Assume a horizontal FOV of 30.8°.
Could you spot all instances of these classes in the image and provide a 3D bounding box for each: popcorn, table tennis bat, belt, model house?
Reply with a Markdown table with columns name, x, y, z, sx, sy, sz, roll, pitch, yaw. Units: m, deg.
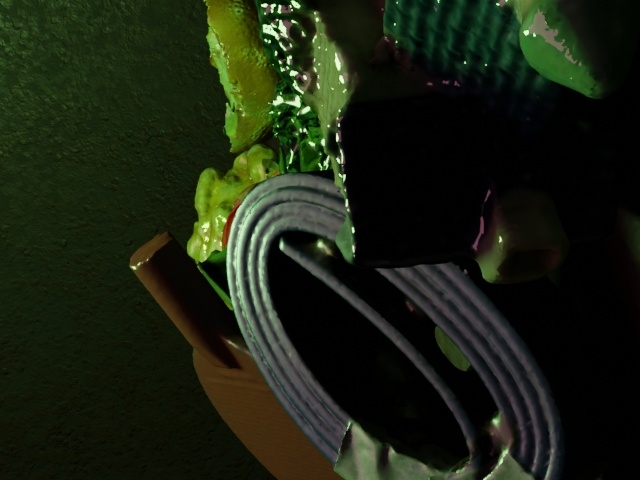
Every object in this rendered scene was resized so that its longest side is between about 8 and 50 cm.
| name | x | y | z | sx | sy | sz | roll | pitch | yaw |
| --- | --- | --- | --- | --- | --- | --- | --- | --- | --- |
| popcorn | -0.110 | -0.012 | 2.077 | 0.274 | 0.279 | 0.335 | 39 | -179 | 10 |
| table tennis bat | -0.046 | 0.163 | 1.149 | 0.414 | 0.051 | 0.268 | 53 | 153 | -20 |
| belt | 0.071 | 0.083 | 0.934 | 0.347 | 0.117 | 0.212 | 44 | 118 | 22 |
| model house | 0.097 | -0.126 | 0.760 | 0.298 | 0.243 | 0.284 | 96 | 161 | -61 |

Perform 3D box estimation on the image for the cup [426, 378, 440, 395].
| name | x | y | z | sx | sy | sz | roll | pitch | yaw |
| --- | --- | --- | --- | --- | --- | --- | --- | --- | --- |
| cup | 0.103 | 0.291 | 1.336 | 0.288 | 0.203 | 0.203 | -119 | 22 | -51 |

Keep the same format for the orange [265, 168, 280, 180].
| name | x | y | z | sx | sy | sz | roll | pitch | yaw |
| --- | --- | --- | --- | --- | --- | --- | --- | --- | --- |
| orange | 0.000 | 0.000 | 1.573 | 0.170 | 0.224 | 0.224 | -153 | 56 | -73 |

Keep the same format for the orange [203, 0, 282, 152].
| name | x | y | z | sx | sy | sz | roll | pitch | yaw |
| --- | --- | --- | --- | --- | --- | --- | --- | --- | --- |
| orange | -0.135 | -0.331 | 2.252 | 0.262 | 0.196 | 0.334 | -85 | 0 | -51 |

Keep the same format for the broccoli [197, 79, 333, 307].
| name | x | y | z | sx | sy | sz | roll | pitch | yaw |
| --- | --- | --- | --- | --- | --- | --- | --- | --- | --- |
| broccoli | 0.036 | -0.022 | 1.150 | 0.297 | 0.297 | 0.297 | 45 | 168 | 12 |

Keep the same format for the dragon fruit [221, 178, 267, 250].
| name | x | y | z | sx | sy | sz | roll | pitch | yaw |
| --- | --- | --- | --- | --- | --- | --- | --- | --- | --- |
| dragon fruit | -0.036 | 0.009 | 1.812 | 0.241 | 0.241 | 0.252 | 95 | 152 | -55 |
